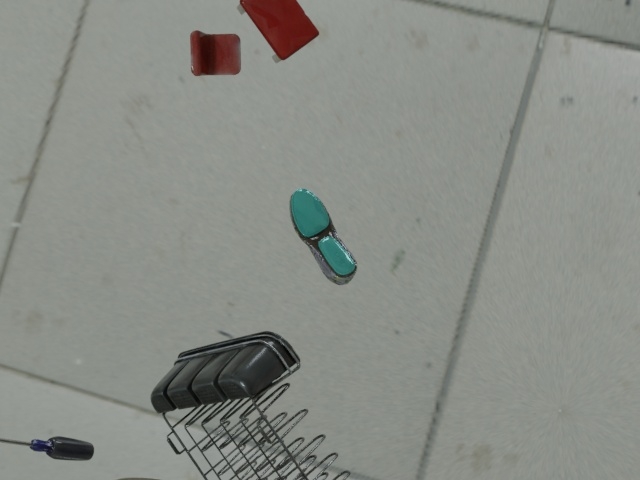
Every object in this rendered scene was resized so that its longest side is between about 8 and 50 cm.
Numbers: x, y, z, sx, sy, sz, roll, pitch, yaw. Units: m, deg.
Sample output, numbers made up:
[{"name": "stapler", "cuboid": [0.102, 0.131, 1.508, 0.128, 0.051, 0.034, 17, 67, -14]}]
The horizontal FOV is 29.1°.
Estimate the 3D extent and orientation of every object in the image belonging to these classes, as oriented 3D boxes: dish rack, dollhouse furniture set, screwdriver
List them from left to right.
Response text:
[{"name": "screwdriver", "cuboid": [-0.302, 0.202, 1.231, 0.025, 0.170, 0.024, 3, 79, 52]}, {"name": "dollhouse furniture set", "cuboid": [-0.185, -0.371, 1.635, 0.201, 0.152, 0.374, -36, 96, 1]}, {"name": "dish rack", "cuboid": [-0.050, 0.231, 1.247, 0.074, 0.208, 0.271, -39, 102, -35]}]

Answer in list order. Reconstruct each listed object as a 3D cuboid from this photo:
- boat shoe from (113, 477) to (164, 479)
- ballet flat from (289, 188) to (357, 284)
[{"name": "boat shoe", "cuboid": [-0.085, 0.268, 1.043, 0.224, 0.080, 0.073, 18, 107, -1]}, {"name": "ballet flat", "cuboid": [0.000, 0.000, 1.254, 0.041, 0.041, 0.114, -33, 65, 5]}]
